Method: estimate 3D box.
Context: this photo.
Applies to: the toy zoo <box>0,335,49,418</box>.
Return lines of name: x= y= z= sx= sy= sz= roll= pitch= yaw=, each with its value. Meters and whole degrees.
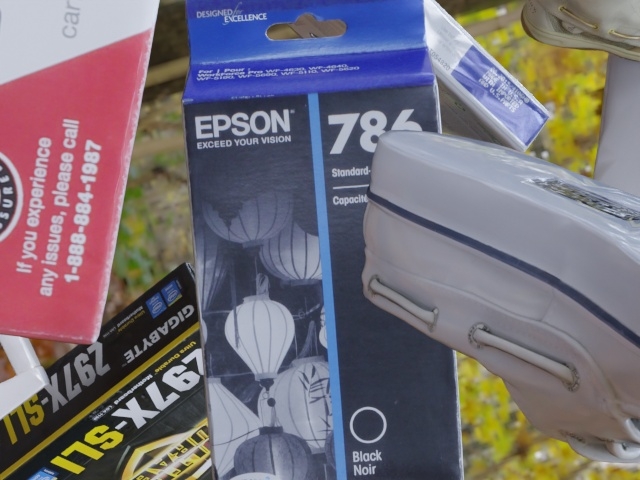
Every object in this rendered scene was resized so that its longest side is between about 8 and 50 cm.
toy zoo: x=-0.316 y=0.050 z=0.878 sx=0.030 sy=0.192 sz=0.293 roll=137 pitch=-72 yaw=-84

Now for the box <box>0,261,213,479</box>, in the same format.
box: x=-0.173 y=0.185 z=1.263 sx=0.257 sy=0.322 sz=0.079 roll=43 pitch=12 yaw=-52

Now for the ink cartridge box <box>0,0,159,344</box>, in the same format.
ink cartridge box: x=-0.185 y=-0.094 z=0.374 sx=0.114 sy=0.272 sz=0.197 roll=-113 pitch=-146 yaw=-67

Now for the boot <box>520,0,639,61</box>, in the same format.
boot: x=0.324 y=-0.261 z=1.299 sx=0.165 sy=0.213 sz=0.077 roll=101 pitch=-7 yaw=-60

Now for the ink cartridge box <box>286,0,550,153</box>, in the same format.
ink cartridge box: x=0.052 y=-0.163 z=1.045 sx=0.223 sy=0.045 sz=0.224 roll=39 pitch=-6 yaw=-23

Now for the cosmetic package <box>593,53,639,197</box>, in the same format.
cosmetic package: x=0.515 y=-0.070 z=1.545 sx=0.393 sy=0.327 sz=0.330 roll=-12 pitch=109 yaw=-69

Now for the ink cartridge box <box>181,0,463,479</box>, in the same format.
ink cartridge box: x=0.000 y=0.000 z=0.831 sx=0.065 sy=0.165 sz=0.333 roll=-72 pitch=157 yaw=-86

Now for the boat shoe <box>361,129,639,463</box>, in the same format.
boat shoe: x=0.106 y=0.034 z=0.452 sx=0.258 sy=0.095 sz=0.084 roll=34 pitch=-62 yaw=52
